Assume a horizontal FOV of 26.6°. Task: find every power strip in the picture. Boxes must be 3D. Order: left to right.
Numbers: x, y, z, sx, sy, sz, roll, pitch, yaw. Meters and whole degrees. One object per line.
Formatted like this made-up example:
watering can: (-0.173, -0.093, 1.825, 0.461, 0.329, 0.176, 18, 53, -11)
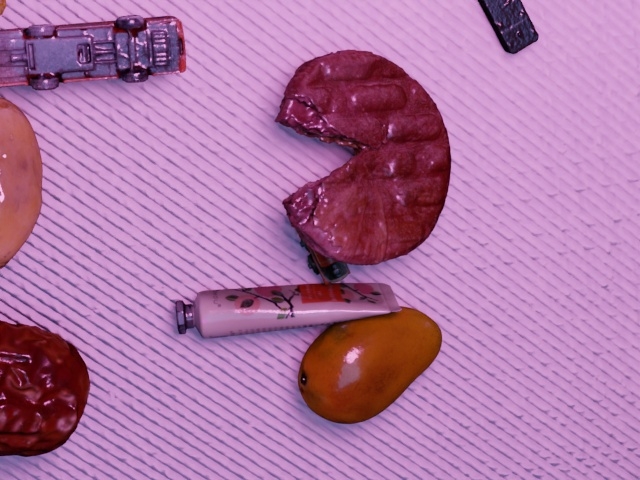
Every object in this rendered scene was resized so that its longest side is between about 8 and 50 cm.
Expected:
power strip: (0.187, -0.249, 1.417, 0.038, 0.029, 0.111, -30, 104, -2)

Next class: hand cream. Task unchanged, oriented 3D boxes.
hand cream: (-0.035, 0.071, 1.432, 0.234, 0.080, 0.050, -5, 112, -5)

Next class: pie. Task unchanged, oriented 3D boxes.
pie: (0.043, -0.082, 1.381, 0.204, 0.054, 0.218, 11, 80, -30)

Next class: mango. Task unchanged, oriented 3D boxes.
mango: (0.051, 0.127, 1.452, 0.163, 0.089, 0.111, -44, 120, -8)

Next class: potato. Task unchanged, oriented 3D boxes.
potato: (-0.331, -0.056, 1.327, 0.109, 0.118, 0.178, -1, 90, -46)

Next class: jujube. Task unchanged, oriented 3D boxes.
jujube: (-0.351, 0.144, 1.354, 0.230, 0.155, 0.155, 13, 101, -23)

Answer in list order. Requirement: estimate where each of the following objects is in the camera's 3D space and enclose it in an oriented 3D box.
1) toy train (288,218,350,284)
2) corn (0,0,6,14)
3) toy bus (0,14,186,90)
toy train: (0.000, 0.000, 1.423, 0.044, 0.064, 0.103, -26, 106, -5)
corn: (-0.379, -0.302, 1.275, 0.080, 0.080, 0.238, -32, 105, -2)
toy bus: (-0.230, -0.187, 1.330, 0.192, 0.077, 0.065, -6, 106, -7)
